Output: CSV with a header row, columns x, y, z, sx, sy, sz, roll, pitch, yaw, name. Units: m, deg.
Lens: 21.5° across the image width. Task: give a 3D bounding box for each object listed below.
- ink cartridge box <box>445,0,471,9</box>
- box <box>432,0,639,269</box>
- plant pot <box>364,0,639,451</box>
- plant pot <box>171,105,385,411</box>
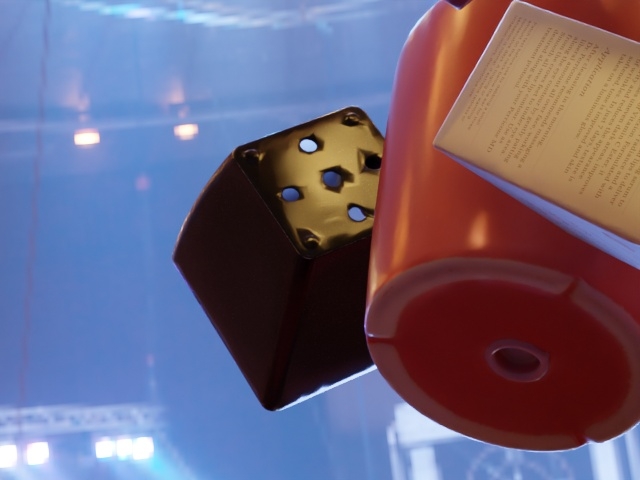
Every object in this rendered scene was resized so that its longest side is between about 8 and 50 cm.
x,y,z,sx,sy,sz,roll,pitch,yaw,name
0.081,-0.212,0.702,0.127,0.128,0.176,35,-36,-18,ink cartridge box
0.167,-0.037,0.848,0.130,0.091,0.170,29,1,-42,box
0.153,-0.008,1.146,0.275,0.243,0.275,11,-40,10,plant pot
0.000,0.000,1.421,0.187,0.188,0.167,-21,-30,-22,plant pot
